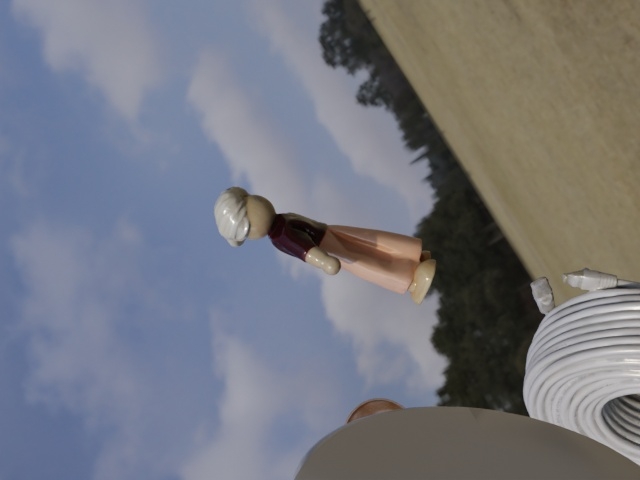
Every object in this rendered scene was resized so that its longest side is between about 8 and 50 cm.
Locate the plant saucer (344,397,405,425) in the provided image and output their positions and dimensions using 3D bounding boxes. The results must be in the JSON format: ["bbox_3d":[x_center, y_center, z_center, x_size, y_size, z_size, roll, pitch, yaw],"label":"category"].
[{"bbox_3d":[0.124,0.385,1.748,0.036,0.198,0.199,-1,-124,-49],"label":"plant saucer"}]

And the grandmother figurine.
[{"bbox_3d":[0.000,0.000,1.477,0.342,0.104,0.208,19,-179,-4],"label":"grandmother figurine"}]

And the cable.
[{"bbox_3d":[0.324,0.147,0.913,0.257,0.257,0.089,74,-149,-45],"label":"cable"}]

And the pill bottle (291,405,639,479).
[{"bbox_3d":[0.041,0.203,0.330,0.153,0.153,0.265,-82,-3,-73],"label":"pill bottle"}]
